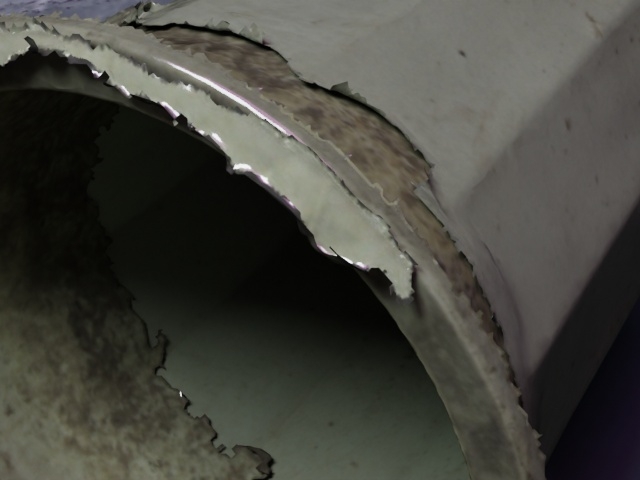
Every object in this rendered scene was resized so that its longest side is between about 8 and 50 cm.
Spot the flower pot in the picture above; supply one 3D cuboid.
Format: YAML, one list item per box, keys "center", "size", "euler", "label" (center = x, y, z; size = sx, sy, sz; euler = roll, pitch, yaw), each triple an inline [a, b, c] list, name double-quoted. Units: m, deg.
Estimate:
- center: [0.000, 0.000, 0.613]
  size: [0.290, 0.290, 0.259]
  euler: [20, 42, 24]
  label: "flower pot"
